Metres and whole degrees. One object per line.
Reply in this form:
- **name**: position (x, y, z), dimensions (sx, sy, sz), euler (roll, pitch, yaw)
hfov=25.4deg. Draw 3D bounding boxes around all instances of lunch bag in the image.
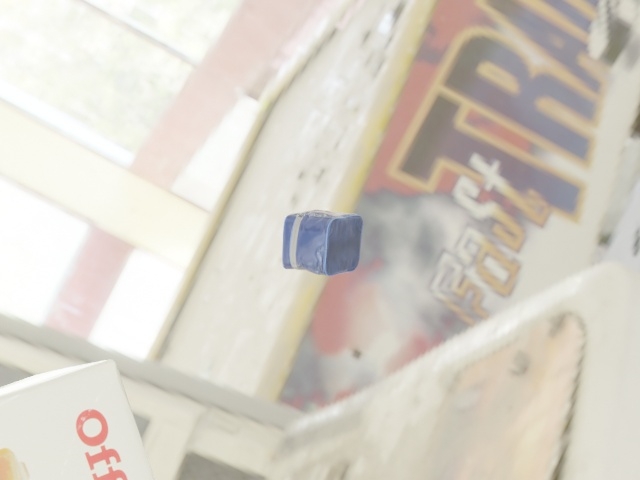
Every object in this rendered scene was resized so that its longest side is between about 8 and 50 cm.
- **lunch bag**: position (0.000, 0.000, 1.554), dimensions (0.098, 0.065, 0.067), euler (-6, -76, -63)

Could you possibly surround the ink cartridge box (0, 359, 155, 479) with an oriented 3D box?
- **ink cartridge box**: position (-0.287, 0.269, 0.957), dimensions (0.385, 0.279, 0.160), euler (-19, 0, -31)
